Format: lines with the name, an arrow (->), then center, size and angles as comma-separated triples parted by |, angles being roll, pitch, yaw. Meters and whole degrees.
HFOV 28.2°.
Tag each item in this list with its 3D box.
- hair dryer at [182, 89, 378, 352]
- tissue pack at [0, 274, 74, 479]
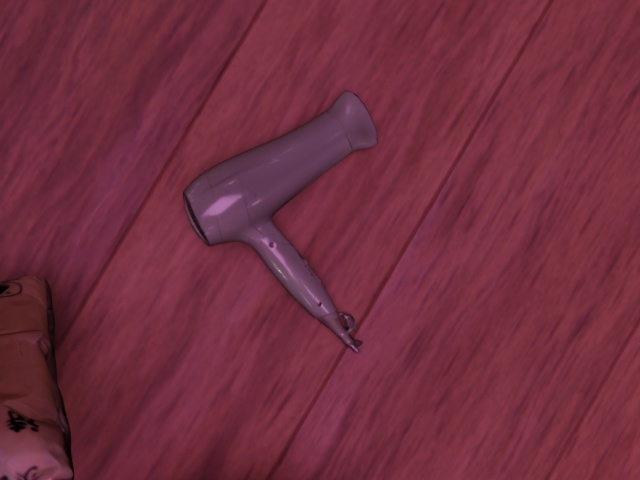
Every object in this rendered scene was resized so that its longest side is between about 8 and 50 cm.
hair dryer -> 0.000, 0.000, 1.273 | 0.206, 0.075, 0.237 | -30, 100, -10
tissue pack -> -0.367, 0.218, 1.093 | 0.375, 0.390, 0.195 | -34, 116, 0
